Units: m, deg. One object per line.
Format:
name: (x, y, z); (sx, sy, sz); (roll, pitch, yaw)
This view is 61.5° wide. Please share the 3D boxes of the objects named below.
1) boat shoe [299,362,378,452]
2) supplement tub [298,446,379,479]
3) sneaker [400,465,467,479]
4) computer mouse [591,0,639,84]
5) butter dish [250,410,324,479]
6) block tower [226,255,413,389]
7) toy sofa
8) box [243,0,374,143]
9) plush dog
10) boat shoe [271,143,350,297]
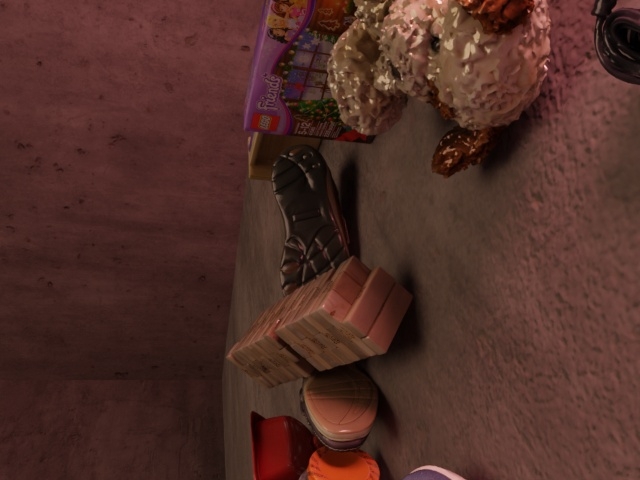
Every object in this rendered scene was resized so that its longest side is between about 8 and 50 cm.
boat shoe: (0.019, 0.237, 0.789); (0.285, 0.103, 0.092); (-139, 49, -77)
supplement tub: (0.018, 0.376, 0.707); (0.117, 0.117, 0.190); (-127, 44, -69)
sneaker: (0.079, 0.302, 0.348); (0.131, 0.148, 0.350); (-56, 24, 25)
computer mouse: (0.211, -0.173, 0.220); (0.184, 0.060, 0.261); (-115, 20, -54)
butter dish: (-0.046, 0.389, 0.981); (0.160, 0.118, 0.159); (52, -166, -38)
block tower: (-0.018, 0.126, 0.754); (0.335, 0.091, 0.097); (-36, 15, 52)
toy sofa: (-0.054, -0.288, 1.094); (0.362, 0.150, 0.177); (116, 152, -57)
box: (0.017, -0.237, 0.698); (0.293, 0.201, 0.057); (121, 150, -62)
plush dog: (0.109, -0.186, 0.463); (0.262, 0.211, 0.225); (66, 179, -55)
boat shoe: (0.000, 0.000, 0.923); (0.120, 0.123, 0.323); (18, -114, -71)
